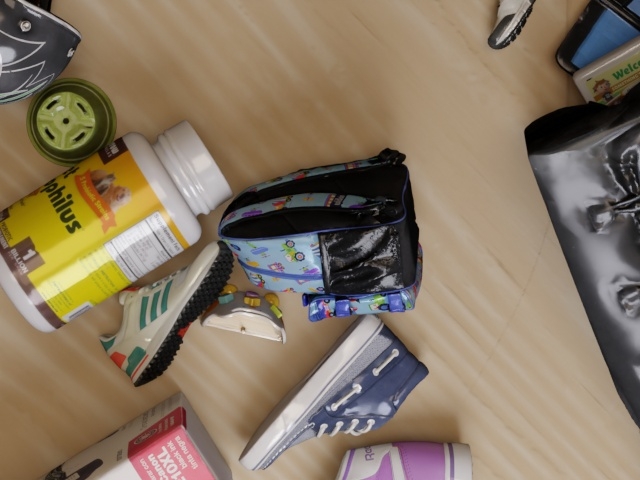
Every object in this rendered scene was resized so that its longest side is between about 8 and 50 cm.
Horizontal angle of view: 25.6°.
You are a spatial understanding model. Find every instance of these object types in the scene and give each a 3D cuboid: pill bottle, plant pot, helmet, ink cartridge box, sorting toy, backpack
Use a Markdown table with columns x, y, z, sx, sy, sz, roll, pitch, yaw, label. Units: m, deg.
| x | y | z | sx | sy | sz | roll | pitch | yaw | label |
| --- | --- | --- | --- | --- | --- | --- | --- | --- | --- |
| -0.190 | -0.018 | 1.270 | 0.215 | 0.117 | 0.117 | -32 | 96 | -4 | pill bottle |
| -0.228 | -0.107 | 1.280 | 0.083 | 0.079 | 0.083 | 0 | 94 | -7 | plant pot |
| -0.297 | -0.197 | 1.228 | 0.169 | 0.169 | 0.162 | -10 | 83 | -5 | helmet |
| -0.199 | 0.249 | 1.258 | 0.237 | 0.172 | 0.100 | -32 | 96 | -3 | ink cartridge box |
| -0.066 | 0.070 | 1.310 | 0.083 | 0.075 | 0.045 | 13 | 92 | -7 | sorting toy |
| 0.000 | 0.000 | 1.278 | 0.173 | 0.158 | 0.117 | -8 | 113 | 8 | backpack |

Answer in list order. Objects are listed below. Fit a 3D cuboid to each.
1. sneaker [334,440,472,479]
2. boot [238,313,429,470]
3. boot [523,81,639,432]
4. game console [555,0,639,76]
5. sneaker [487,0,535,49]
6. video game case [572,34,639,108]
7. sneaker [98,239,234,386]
| x | y | z | sx | sy | sz | roll | pitch | yaw | label |
| --- | --- | --- | --- | --- | --- | --- | --- | --- | --- |
| 0.063 | 0.332 | 1.336 | 0.161 | 0.102 | 0.282 | 0 | 83 | -3 | sneaker |
| 0.014 | 0.162 | 1.327 | 0.086 | 0.069 | 0.190 | 43 | 87 | -4 | boot |
| 0.425 | 0.036 | 1.316 | 0.367 | 0.146 | 0.445 | -23 | 99 | -4 | boot |
| 0.319 | -0.186 | 1.330 | 0.144 | 0.124 | 0.085 | 35 | 50 | -8 | game console |
| 0.184 | -0.232 | 1.342 | 0.043 | 0.040 | 0.109 | 29 | 87 | 9 | sneaker |
| 0.376 | -0.129 | 1.327 | 0.212 | 0.023 | 0.193 | -30 | 108 | 14 | video game case |
| -0.148 | 0.054 | 1.300 | 0.075 | 0.057 | 0.161 | 39 | 106 | 17 | sneaker |
